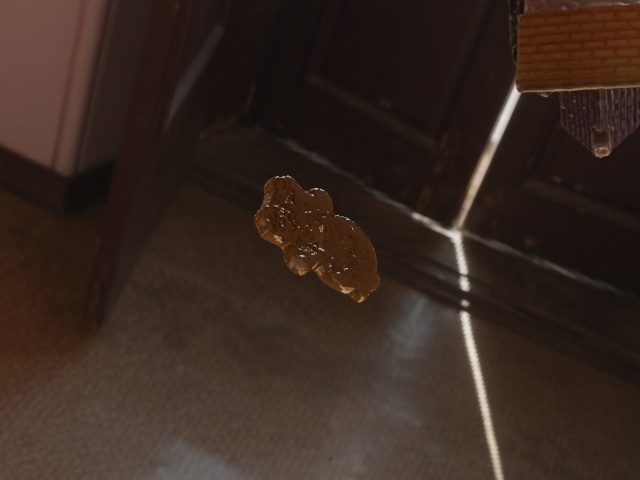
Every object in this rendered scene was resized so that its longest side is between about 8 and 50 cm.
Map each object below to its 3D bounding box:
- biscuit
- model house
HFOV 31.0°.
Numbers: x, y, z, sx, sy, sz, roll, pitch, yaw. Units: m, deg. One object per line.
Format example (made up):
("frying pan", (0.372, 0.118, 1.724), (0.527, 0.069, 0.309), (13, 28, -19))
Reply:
("biscuit", (-0.003, -0.005, 1.418), (0.184, 0.027, 0.133), (26, 47, -28))
("model house", (0.374, -0.259, 1.687), (0.202, 0.237, 0.237), (1, 47, 10))
